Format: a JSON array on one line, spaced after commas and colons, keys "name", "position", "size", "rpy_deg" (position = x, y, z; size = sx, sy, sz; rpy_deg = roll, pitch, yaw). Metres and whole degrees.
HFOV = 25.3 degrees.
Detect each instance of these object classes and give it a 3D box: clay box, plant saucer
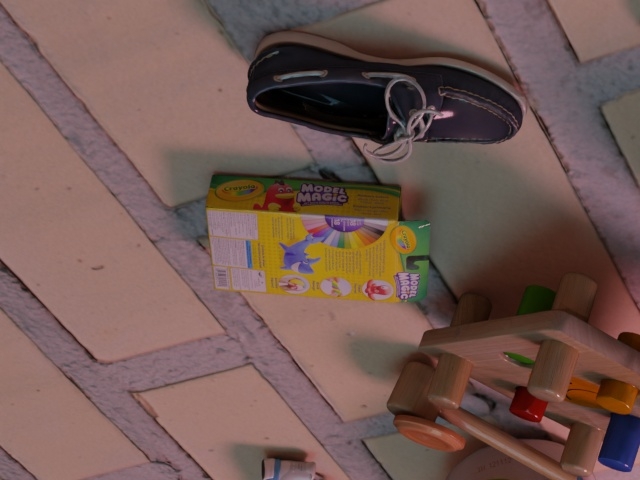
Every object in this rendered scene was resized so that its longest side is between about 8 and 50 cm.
[{"name": "clay box", "position": [0.000, 0.000, 1.444], "size": [0.222, 0.053, 0.127], "rpy_deg": [4, 138, 4]}, {"name": "plant saucer", "position": [0.120, 0.215, 1.582], "size": [0.083, 0.013, 0.083], "rpy_deg": [18, 162, 6]}]

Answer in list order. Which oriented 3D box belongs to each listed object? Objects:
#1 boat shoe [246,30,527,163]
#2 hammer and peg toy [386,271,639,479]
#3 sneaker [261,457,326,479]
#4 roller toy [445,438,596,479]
[{"name": "boat shoe", "position": [0.059, -0.122, 1.280], "size": [0.254, 0.079, 0.095], "rpy_deg": [15, 137, -6]}, {"name": "hammer and peg toy", "position": [0.243, 0.152, 1.496], "size": [0.266, 0.127, 0.361], "rpy_deg": [28, 160, -20]}, {"name": "sneaker", "position": [-0.014, 0.344, 1.815], "size": [0.083, 0.071, 0.191], "rpy_deg": [-8, 136, 10]}, {"name": "roller toy", "position": [0.241, 0.336, 1.700], "size": [0.191, 0.146, 0.209], "rpy_deg": [6, 132, -9]}]
